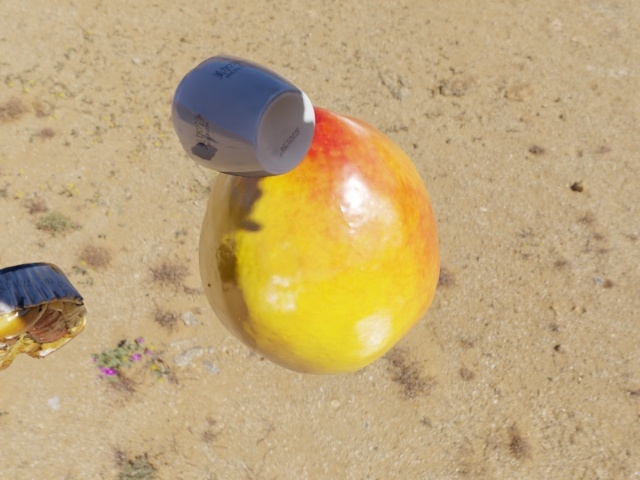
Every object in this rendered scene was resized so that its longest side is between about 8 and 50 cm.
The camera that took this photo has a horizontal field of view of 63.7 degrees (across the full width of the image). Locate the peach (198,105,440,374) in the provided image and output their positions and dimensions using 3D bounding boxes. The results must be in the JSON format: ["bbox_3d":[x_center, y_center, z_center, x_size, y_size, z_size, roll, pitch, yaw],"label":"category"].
[{"bbox_3d":[0.004,0.003,0.578,0.289,0.308,0.288,13,58,-21],"label":"peach"}]

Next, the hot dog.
[{"bbox_3d":[-0.295,0.080,0.509,0.131,0.253,0.069,-23,85,-31],"label":"hot dog"}]

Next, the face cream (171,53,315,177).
[{"bbox_3d":[-0.060,-0.093,0.398,0.095,0.091,0.091,23,57,35],"label":"face cream"}]
